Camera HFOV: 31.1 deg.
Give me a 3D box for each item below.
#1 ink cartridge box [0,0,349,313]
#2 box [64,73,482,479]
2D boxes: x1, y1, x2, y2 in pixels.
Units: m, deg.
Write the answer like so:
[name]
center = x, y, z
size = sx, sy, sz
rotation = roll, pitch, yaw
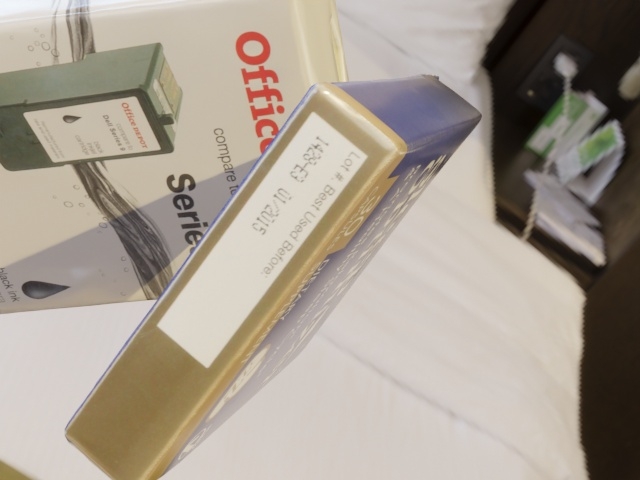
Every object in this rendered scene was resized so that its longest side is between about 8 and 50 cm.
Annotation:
[ink cartridge box]
center = -0.131, -0.074, 0.675
size = 0.289, 0.211, 0.121
rotation = -6, 42, 8
[box]
center = 0.000, 0.000, 0.436
size = 0.036, 0.136, 0.225
rotation = 38, 17, 5
